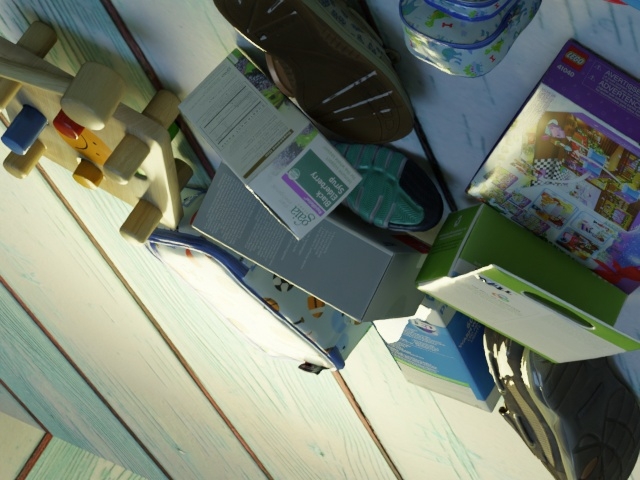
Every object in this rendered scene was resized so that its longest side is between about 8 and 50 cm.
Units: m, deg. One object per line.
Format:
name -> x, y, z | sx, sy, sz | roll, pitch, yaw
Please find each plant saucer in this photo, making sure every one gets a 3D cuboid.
plant saucer -> -0.028, -0.185, 1.884 | 0.013, 0.083, 0.083 | -9, 140, 31

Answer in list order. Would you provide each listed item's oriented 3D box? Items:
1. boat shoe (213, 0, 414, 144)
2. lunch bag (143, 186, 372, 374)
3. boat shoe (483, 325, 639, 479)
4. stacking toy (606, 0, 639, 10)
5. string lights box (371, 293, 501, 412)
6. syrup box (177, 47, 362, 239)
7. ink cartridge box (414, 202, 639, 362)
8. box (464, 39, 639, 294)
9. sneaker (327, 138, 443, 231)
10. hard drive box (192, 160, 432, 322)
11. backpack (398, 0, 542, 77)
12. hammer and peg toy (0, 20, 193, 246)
boat shoe -> 0.004, -0.199, 1.824 | 0.105, 0.089, 0.285 | -15, 138, 29
lunch bag -> -0.085, 0.058, 2.485 | 0.243, 0.115, 0.303 | 8, 148, 52
boat shoe -> 0.291, 0.195, 2.270 | 0.130, 0.132, 0.355 | 28, 153, 40
stacking toy -> 0.180, -0.247, 1.381 | 0.175, 0.165, 0.302 | 24, 175, -18
string lights box -> 0.139, 0.104, 2.315 | 0.133, 0.076, 0.259 | 19, 156, 31
syrup box -> -0.055, -0.104, 1.961 | 0.093, 0.096, 0.237 | 44, -179, -32
ink cartridge box -> 0.231, 0.040, 1.936 | 0.189, 0.097, 0.255 | 28, 168, -10
box -> 0.266, -0.061, 1.779 | 0.201, 0.057, 0.293 | 33, 160, 1
sneaker -> 0.051, -0.066, 2.085 | 0.224, 0.083, 0.098 | 25, -179, 28
hard drive box -> 0.000, 0.000, 2.130 | 0.232, 0.089, 0.181 | 29, -170, 18
backpack -> 0.121, -0.203, 1.577 | 0.105, 0.114, 0.084 | 25, 159, 20
hammer and peg toy -> -0.290, -0.156, 2.263 | 0.266, 0.127, 0.361 | 29, 159, 14
